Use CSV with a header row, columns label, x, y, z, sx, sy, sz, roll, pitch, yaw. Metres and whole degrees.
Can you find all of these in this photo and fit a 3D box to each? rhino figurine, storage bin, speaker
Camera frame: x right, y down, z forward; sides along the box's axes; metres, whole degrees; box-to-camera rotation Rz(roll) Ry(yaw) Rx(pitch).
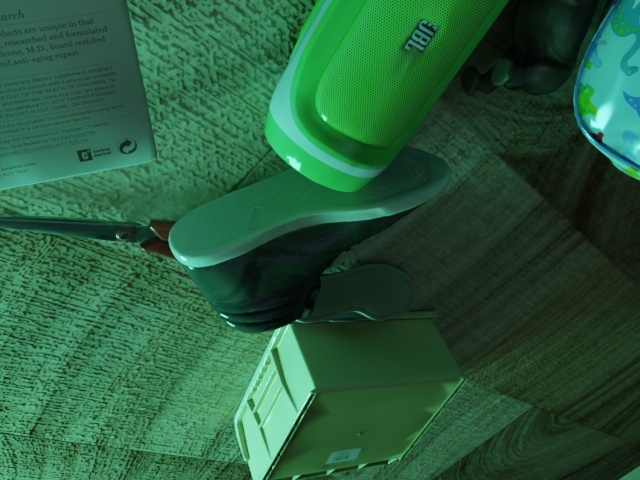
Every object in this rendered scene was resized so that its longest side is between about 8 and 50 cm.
label,x,y,z,sx,sy,sz,roll,pitch,yaw
rhino figurine,0.221,-0.239,0.581,0.106,0.073,0.243,-7,133,-27
storage bin,0.038,0.238,0.940,0.262,0.123,0.260,2,132,-30
speaker,0.069,-0.186,0.517,0.131,0.131,0.296,12,126,-36

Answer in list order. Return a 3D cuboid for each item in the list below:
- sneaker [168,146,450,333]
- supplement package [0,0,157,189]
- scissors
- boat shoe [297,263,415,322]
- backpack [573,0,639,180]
label,x,y,z,sx,sy,sz,roll,pitch,yaw
sneaker,0.000,0.000,0.678,0.295,0.105,0.147,-20,136,-10
supplement package,-0.215,-0.181,0.315,0.199,0.198,0.263,-13,138,-15
scissors,-0.179,-0.015,0.646,0.297,0.021,0.109,22,120,-40
boat shoe,0.032,0.071,0.828,0.206,0.075,0.065,-2,177,-33
backpack,0.385,-0.206,0.555,0.273,0.290,0.355,-51,169,-27
